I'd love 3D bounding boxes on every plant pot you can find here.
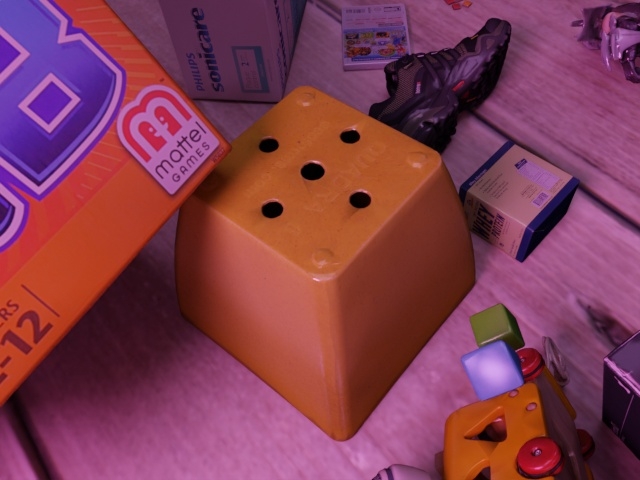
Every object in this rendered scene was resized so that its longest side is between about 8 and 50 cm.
[{"bbox_3d":[0.000,0.000,0.532,0.212,0.187,0.212,33,64,25],"label":"plant pot"}]

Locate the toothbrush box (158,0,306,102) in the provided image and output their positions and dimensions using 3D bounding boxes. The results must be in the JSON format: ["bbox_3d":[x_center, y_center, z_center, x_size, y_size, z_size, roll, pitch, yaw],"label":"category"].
[{"bbox_3d":[-0.094,-0.350,0.767,0.126,0.216,0.295,5,55,9],"label":"toothbrush box"}]

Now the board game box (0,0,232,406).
[{"bbox_3d":[-0.362,-0.050,0.412,0.356,0.356,0.356,-3,44,51],"label":"board game box"}]

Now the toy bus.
[{"bbox_3d":[0.138,0.162,0.454,0.104,0.202,0.190,-28,60,22],"label":"toy bus"}]

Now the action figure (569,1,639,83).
[{"bbox_3d":[0.402,-0.219,0.675,0.185,0.099,0.285,-23,27,-25],"label":"action figure"}]

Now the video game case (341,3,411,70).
[{"bbox_3d":[0.072,-0.271,0.821,0.087,0.011,0.121,-2,55,3],"label":"video game case"}]

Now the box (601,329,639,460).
[{"bbox_3d":[0.268,0.134,0.361,0.103,0.261,0.184,-42,59,3],"label":"box"}]

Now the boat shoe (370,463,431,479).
[{"bbox_3d":[-0.029,0.291,0.354,0.158,0.127,0.340,12,61,3],"label":"boat shoe"}]

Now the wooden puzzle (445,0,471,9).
[{"bbox_3d":[0.189,-0.352,0.871,0.049,0.006,0.083,-23,56,-11],"label":"wooden puzzle"}]

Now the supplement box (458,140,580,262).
[{"bbox_3d":[0.194,-0.040,0.622,0.083,0.056,0.083,37,66,26],"label":"supplement box"}]

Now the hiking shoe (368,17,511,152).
[{"bbox_3d":[0.134,-0.194,0.717,0.114,0.086,0.227,31,64,20],"label":"hiking shoe"}]
